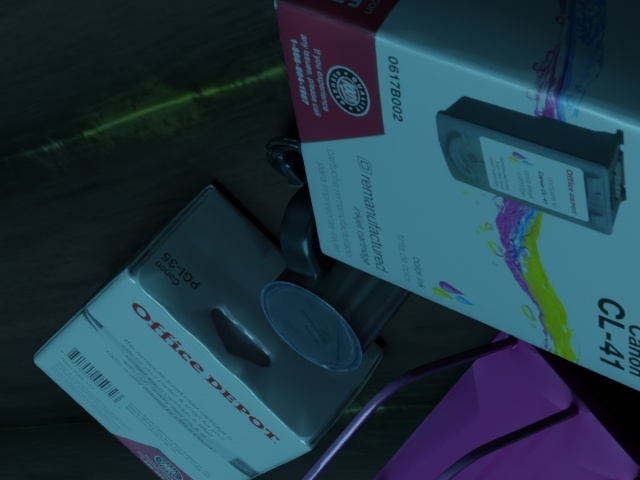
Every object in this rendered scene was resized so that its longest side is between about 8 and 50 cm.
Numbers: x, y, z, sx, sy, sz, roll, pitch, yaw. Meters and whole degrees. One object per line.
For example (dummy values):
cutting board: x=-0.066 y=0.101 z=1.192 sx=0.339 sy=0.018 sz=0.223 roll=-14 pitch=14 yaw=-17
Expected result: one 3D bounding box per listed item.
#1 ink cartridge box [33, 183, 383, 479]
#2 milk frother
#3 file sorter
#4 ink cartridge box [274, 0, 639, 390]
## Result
ink cartridge box: x=-0.102 y=0.100 z=1.430 sx=0.207 sy=0.117 sz=0.283 roll=44 pitch=150 yaw=-6
milk frother: x=0.000 y=0.000 z=1.173 sx=0.143 sy=0.135 sz=0.129 roll=-4 pitch=127 yaw=50
file sorter: x=0.130 y=0.239 z=1.148 sx=0.290 sy=0.182 sz=0.202 roll=50 pitch=123 yaw=20
ink cartridge box: x=0.142 y=-0.049 z=0.959 sx=0.306 sy=0.131 sz=0.226 roll=24 pitch=146 yaw=28
